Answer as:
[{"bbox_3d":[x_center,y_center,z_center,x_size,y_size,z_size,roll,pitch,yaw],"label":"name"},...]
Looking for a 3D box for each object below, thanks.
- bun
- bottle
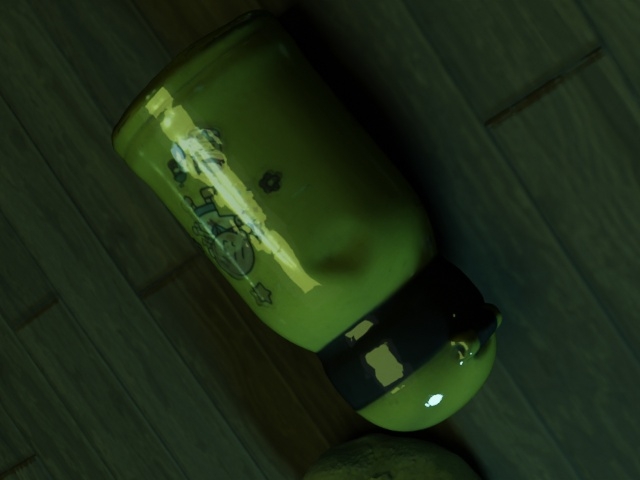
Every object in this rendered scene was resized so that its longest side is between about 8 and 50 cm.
[{"bbox_3d":[0.073,0.303,1.070,0.239,0.141,0.239,16,120,30],"label":"bun"},{"bbox_3d":[0.000,0.000,0.930,0.351,0.171,0.171,52,134,1],"label":"bottle"}]
